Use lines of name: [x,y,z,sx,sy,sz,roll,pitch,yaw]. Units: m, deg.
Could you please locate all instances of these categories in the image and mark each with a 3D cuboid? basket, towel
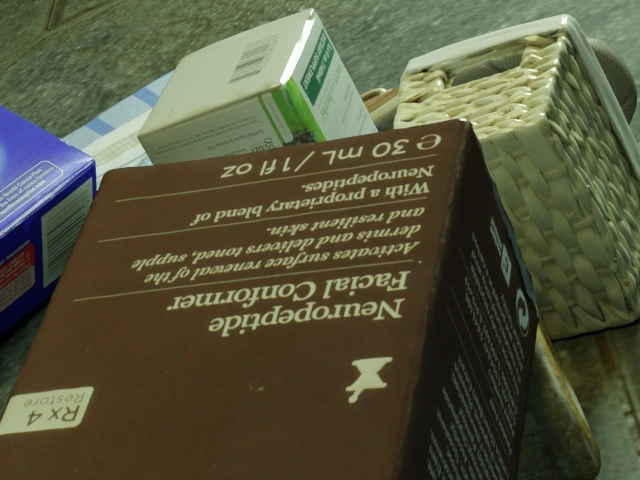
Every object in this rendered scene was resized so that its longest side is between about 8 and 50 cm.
basket: [0.122,-0.028,1.047,0.113,0.167,0.103,-15,35,27]
towel: [-0.133,-0.086,1.555,0.209,0.034,0.285,-33,26,-13]

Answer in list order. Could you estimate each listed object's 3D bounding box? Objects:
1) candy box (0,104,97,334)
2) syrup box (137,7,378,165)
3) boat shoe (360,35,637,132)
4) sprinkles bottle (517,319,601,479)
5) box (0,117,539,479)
candy box: [-0.378,-0.027,1.398,0.317,0.122,0.268,31,49,22]
syrup box: [0.000,0.000,1.022,0.096,0.237,0.093,-17,28,24]
boat shoe: [0.055,-0.058,1.220,0.324,0.123,0.116,-23,24,6]
sprinkles bottle: [-0.037,0.138,0.936,0.355,0.121,0.121,-25,25,6]
box: [-0.035,0.127,0.724,0.191,0.143,0.381,-7,42,20]
